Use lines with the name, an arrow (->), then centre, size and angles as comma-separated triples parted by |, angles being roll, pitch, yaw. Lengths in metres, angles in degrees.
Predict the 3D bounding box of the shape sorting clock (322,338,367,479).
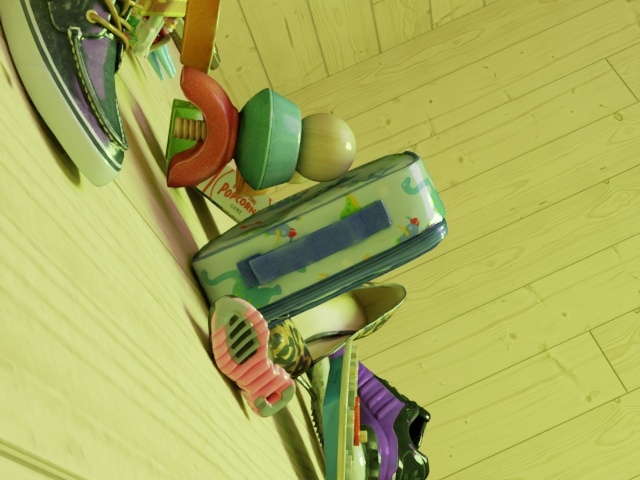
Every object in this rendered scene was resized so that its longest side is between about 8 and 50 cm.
shape sorting clock -> 0.028, 0.206, 0.892 | 0.206, 0.040, 0.206 | -2, 90, -85

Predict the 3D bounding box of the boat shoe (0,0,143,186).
boat shoe -> -0.123, -0.124, 0.456 | 0.065, 0.083, 0.183 | 70, -5, -76

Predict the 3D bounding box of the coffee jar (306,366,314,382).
coffee jar -> 0.046, 0.293, 1.591 | 0.079, 0.096, 0.184 | 60, 6, -74

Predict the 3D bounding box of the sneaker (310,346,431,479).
sneaker -> 0.072, 0.238, 1.173 | 0.293, 0.146, 0.102 | -109, -157, -58

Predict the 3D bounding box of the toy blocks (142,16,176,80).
toy blocks -> -0.226, -0.282, 1.087 | 0.123, 0.054, 0.148 | -116, -178, -64

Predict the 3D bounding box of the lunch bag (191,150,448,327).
lunch bag -> 0.000, 0.000, 0.754 | 0.176, 0.219, 0.090 | -95, 160, -84

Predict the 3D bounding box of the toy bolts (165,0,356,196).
toy bolts -> -0.052, -0.129, 0.786 | 0.228, 0.158, 0.218 | -117, -144, -69

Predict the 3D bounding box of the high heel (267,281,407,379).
high heel -> 0.016, 0.082, 0.951 | 0.261, 0.186, 0.093 | 77, -12, -83

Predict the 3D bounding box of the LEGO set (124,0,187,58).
LEGO set -> -0.200, -0.243, 0.885 | 0.132, 0.107, 0.287 | 26, 25, -28

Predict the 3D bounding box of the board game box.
board game box -> -0.088, -0.039, 1.039 | 0.146, 0.045, 0.193 | 38, -3, 2

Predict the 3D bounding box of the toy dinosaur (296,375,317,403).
toy dinosaur -> -0.054, 0.092, 1.129 | 0.118, 0.064, 0.268 | -90, 164, -47

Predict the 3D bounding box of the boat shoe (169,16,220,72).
boat shoe -> -0.159, -0.319, 1.030 | 0.095, 0.095, 0.257 | 66, 0, -71

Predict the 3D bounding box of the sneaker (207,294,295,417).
sneaker -> -0.061, 0.082, 0.646 | 0.057, 0.047, 0.119 | 42, -22, 47
